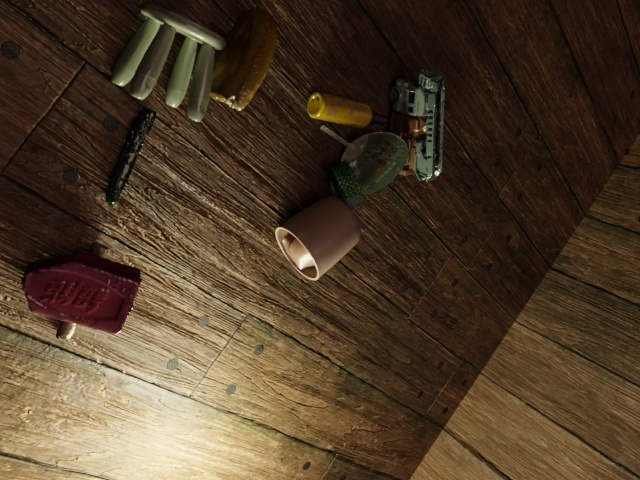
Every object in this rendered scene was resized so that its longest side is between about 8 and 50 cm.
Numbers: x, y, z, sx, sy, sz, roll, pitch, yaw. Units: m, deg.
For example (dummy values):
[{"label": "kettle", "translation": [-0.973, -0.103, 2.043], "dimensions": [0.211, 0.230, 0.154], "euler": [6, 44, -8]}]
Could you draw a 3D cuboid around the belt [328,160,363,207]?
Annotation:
[{"label": "belt", "translation": [0.070, -0.164, 1.762], "dimensions": [0.079, 0.121, 0.151], "euler": [-26, 126, -2]}]

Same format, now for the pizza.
[{"label": "pizza", "translation": [-0.167, -0.430, 1.357], "dimensions": [0.087, 0.268, 0.258], "euler": [31, 94, -33]}]

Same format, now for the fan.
[{"label": "fan", "translation": [0.153, -0.274, 1.779], "dimensions": [0.223, 0.012, 0.294], "euler": [-21, 128, 8]}]

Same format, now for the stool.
[{"label": "stool", "translation": [-0.339, -0.401, 1.294], "dimensions": [0.195, 0.195, 0.199], "euler": [18, 103, -42]}]

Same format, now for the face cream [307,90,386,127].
[{"label": "face cream", "translation": [0.089, -0.377, 1.709], "dimensions": [0.273, 0.078, 0.078], "euler": [3, 108, -39]}]

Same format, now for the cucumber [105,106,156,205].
[{"label": "cucumber", "translation": [-0.460, -0.200, 1.387], "dimensions": [0.044, 0.043, 0.257], "euler": [21, 97, -37]}]

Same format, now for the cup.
[{"label": "cup", "translation": [0.000, 0.000, 1.762], "dimensions": [0.200, 0.191, 0.253], "euler": [-38, 158, -22]}]

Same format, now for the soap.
[{"label": "soap", "translation": [-0.568, 0.114, 1.364], "dimensions": [0.250, 0.099, 0.162], "euler": [19, 104, -20]}]

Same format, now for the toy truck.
[{"label": "toy truck", "translation": [0.313, -0.367, 1.818], "dimensions": [0.133, 0.184, 0.338], "euler": [-14, 118, -34]}]

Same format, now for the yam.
[{"label": "yam", "translation": [-0.591, 0.129, 1.434], "dimensions": [0.046, 0.046, 0.264], "euler": [18, 98, -41]}]
